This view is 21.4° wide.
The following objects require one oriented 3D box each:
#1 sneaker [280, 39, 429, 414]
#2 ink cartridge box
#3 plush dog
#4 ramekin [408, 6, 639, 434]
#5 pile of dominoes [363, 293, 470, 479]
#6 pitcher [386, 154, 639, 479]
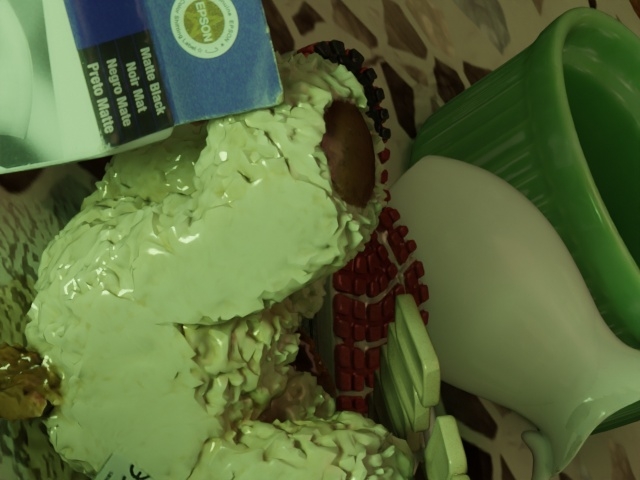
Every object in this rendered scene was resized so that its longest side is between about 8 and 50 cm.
[{"bbox_3d":[0.000,0.000,0.998,0.088,0.092,0.225,-9,90,-49],"label":"sneaker"},{"bbox_3d":[-0.146,-0.136,0.687,0.045,0.224,0.223,-38,116,-63],"label":"ink cartridge box"},{"bbox_3d":[-0.062,0.023,0.829,0.225,0.210,0.262,-78,162,-68],"label":"plush dog"},{"bbox_3d":[0.199,-0.005,1.244,0.303,0.148,0.303,37,37,-35],"label":"ramekin"},{"bbox_3d":[0.066,0.149,0.856,0.251,0.040,0.196,100,-20,-62],"label":"pile of dominoes"},{"bbox_3d":[0.097,0.065,1.061,0.207,0.178,0.125,44,-4,6],"label":"pitcher"}]
